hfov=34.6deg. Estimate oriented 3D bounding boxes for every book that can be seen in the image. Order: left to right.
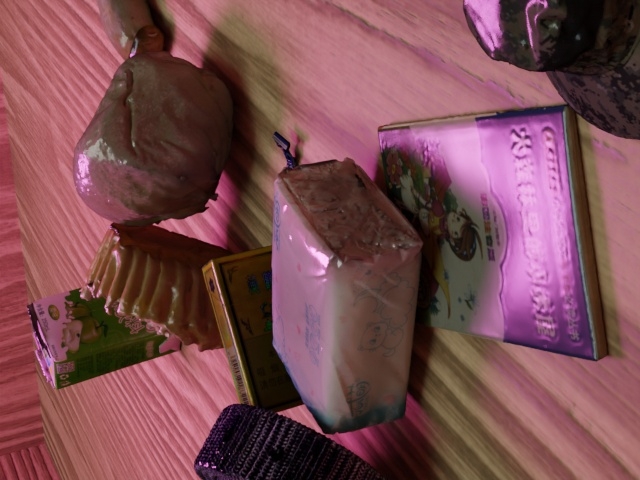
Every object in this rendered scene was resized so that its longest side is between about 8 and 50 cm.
[{"bbox_3d":[0.155,-0.012,1.021,0.322,0.018,0.229,4,106,64],"label":"book"}]

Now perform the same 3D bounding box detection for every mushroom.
[{"bbox_3d":[-0.354,-0.422,1.808,0.107,0.087,0.333,108,144,-48],"label":"mushroom"}]

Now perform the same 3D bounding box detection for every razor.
[{"bbox_3d":[-0.046,-0.070,1.398,0.044,0.028,0.155,42,137,51],"label":"razor"}]

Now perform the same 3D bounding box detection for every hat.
[{"bbox_3d":[0.180,-0.193,0.760,0.265,0.128,0.266,46,145,47],"label":"hat"}]

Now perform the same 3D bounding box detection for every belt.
[{"bbox_3d":[-0.027,0.305,1.287,0.260,0.122,0.325,29,159,0],"label":"belt"}]

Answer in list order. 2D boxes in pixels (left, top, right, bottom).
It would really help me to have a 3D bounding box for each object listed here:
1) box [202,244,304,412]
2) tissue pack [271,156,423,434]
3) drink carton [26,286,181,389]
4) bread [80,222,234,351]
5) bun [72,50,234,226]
[{"bbox_3d":[-0.062,0.118,1.391,0.064,0.140,0.220,-29,77,66],"label":"box"},{"bbox_3d":[0.023,0.067,1.189,0.201,0.124,0.271,-128,32,-46],"label":"tissue pack"},{"bbox_3d":[-0.420,0.171,2.008,0.161,0.271,0.108,59,154,30],"label":"drink carton"},{"bbox_3d":[-0.231,0.067,1.607,0.274,0.274,0.149,36,111,54],"label":"bread"},{"bbox_3d":[-0.233,-0.139,1.532,0.204,0.282,0.282,23,137,6],"label":"bun"}]
